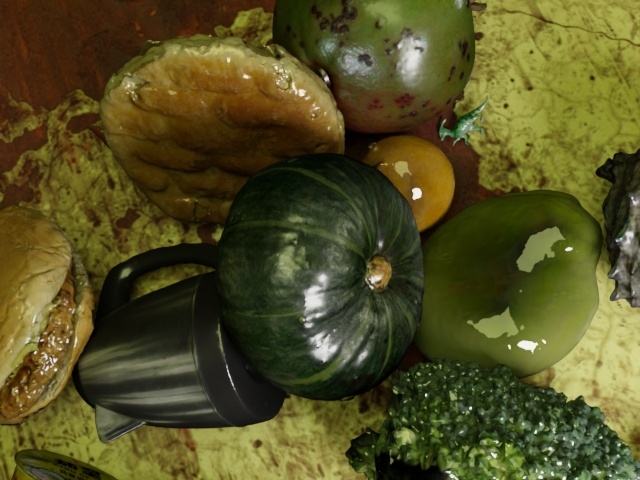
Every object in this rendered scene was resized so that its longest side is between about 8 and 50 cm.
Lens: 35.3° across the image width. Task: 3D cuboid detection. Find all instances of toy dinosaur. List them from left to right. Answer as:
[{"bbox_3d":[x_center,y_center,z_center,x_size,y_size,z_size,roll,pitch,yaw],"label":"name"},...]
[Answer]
[{"bbox_3d":[0.205,-0.171,1.441,0.062,0.021,0.083,11,76,24],"label":"toy dinosaur"}]

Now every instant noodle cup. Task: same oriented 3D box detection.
[{"bbox_3d":[-0.334,0.370,1.280,0.182,0.182,0.144,25,87,14],"label":"instant noodle cup"}]

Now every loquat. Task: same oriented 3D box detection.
[{"bbox_3d":[0.115,-0.078,1.364,0.141,0.141,0.141,-2,73,7],"label":"loquat"}]

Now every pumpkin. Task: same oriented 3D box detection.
[{"bbox_3d":[-0.002,0.044,1.221,0.207,0.300,0.300,-6,71,34],"label":"pumpkin"}]

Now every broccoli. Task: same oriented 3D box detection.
[{"bbox_3d":[0.206,0.287,1.176,0.317,0.277,0.338,-33,110,31],"label":"broccoli"}]

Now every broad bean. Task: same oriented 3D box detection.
[{"bbox_3d":[0.245,0.056,1.315,0.291,0.119,0.238,-39,71,-4],"label":"broad bean"}]

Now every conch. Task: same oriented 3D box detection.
[{"bbox_3d":[0.465,-0.026,1.276,0.186,0.240,0.313,-12,41,40],"label":"conch"}]

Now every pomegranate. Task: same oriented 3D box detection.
[{"bbox_3d":[0.098,-0.301,1.362,0.323,0.291,0.291,-44,73,-6],"label":"pomegranate"}]

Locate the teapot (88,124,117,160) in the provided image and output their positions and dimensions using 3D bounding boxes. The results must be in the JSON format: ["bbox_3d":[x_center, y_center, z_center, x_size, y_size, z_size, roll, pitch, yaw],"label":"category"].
[{"bbox_3d":[-0.246,-0.154,1.460,0.173,0.116,0.116,-6,71,-22],"label":"teapot"}]

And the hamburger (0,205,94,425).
[{"bbox_3d":[-0.411,0.097,1.322,0.259,0.145,0.283,-53,45,4],"label":"hamburger"}]

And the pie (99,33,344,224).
[{"bbox_3d":[-0.126,-0.140,1.322,0.340,0.339,0.083,1,50,8],"label":"pie"}]

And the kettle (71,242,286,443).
[{"bbox_3d":[-0.207,0.134,1.315,0.271,0.207,0.250,-13,90,19],"label":"kettle"}]
